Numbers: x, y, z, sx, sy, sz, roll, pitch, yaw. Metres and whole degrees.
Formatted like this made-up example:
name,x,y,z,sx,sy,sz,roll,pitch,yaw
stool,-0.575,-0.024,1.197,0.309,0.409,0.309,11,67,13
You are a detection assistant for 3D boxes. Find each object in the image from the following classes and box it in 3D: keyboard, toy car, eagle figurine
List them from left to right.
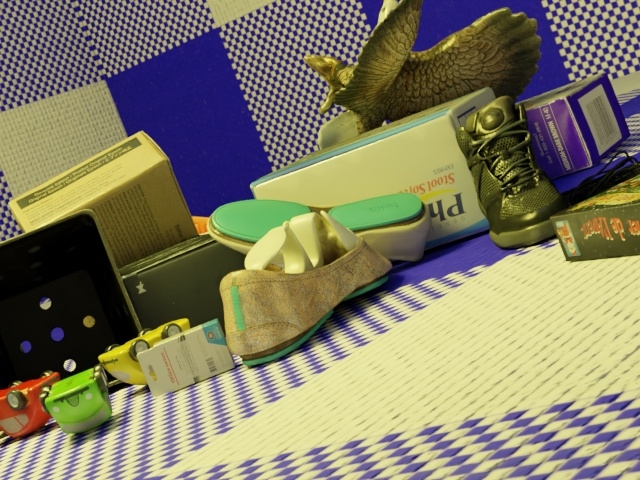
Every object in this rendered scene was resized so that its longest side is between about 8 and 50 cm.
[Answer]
name,x,y,z,sx,sy,sz,roll,pitch,yaw
toy car,-0.230,0.149,1.441,0.239,0.053,0.225,-22,6,-4
eagle figurine,0.109,-0.231,1.971,0.226,0.225,0.298,-36,18,-31
keyboard,0.314,-0.074,1.649,0.192,0.038,0.100,-23,5,-9

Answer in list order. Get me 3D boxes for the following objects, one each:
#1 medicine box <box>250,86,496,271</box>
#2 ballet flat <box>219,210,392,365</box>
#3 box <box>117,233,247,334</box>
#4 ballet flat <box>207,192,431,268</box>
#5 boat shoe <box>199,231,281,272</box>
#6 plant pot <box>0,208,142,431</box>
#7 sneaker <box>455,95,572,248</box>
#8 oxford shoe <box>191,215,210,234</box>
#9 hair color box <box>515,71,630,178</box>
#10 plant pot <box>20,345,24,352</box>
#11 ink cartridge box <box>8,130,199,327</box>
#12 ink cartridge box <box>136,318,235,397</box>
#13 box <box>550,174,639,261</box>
name,x,y,z,sx,sy,sz,roll,pitch,yaw
medicine box,0.093,-0.065,1.829,0.263,0.149,0.289,-20,4,18
ballet flat,-0.011,0.029,1.495,0.107,0.106,0.316,-19,5,22
box,-0.167,0.065,1.751,0.153,0.108,0.207,-22,6,-16
ballet flat,0.000,0.000,1.658,0.248,0.086,0.086,-2,5,0
boat shoe,-0.112,0.030,2.012,0.277,0.098,0.096,-2,17,47
plant pot,-0.298,0.097,1.651,0.187,0.188,0.167,-22,-8,-7
sneaker,0.194,-0.070,1.539,0.087,0.130,0.227,-22,17,4
oxford shoe,-0.203,0.029,2.212,0.132,0.130,0.363,-15,1,-44
hair color box,0.236,-0.120,2.068,0.338,0.110,0.185,-20,6,31
plant pot,-0.529,0.169,2.380,0.079,0.083,0.083,-36,9,-17
ink cartridge box,-0.253,0.009,1.871,0.193,0.235,0.088,-30,41,-13
ink cartridge box,-0.128,0.112,1.423,0.083,0.048,0.028,-21,5,-2
box,0.316,-0.038,1.211,0.159,0.044,0.233,-23,5,-24
